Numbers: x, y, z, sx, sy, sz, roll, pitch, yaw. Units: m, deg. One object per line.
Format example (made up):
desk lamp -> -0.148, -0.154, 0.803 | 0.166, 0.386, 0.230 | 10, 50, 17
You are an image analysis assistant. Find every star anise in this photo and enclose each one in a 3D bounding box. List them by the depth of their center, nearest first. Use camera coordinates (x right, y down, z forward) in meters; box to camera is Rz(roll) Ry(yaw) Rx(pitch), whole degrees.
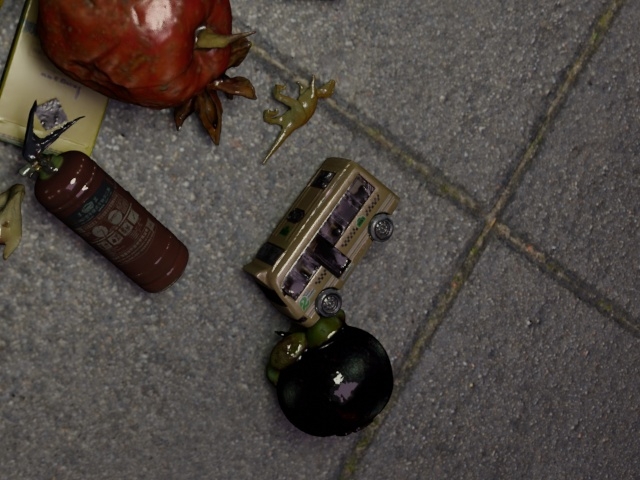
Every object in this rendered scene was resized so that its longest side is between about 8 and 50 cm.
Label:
star anise -> -0.192, -0.269, 1.234 | 0.196, 0.111, 0.212 | 14, 128, -12

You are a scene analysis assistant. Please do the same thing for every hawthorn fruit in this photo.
hawthorn fruit -> -0.251, -0.303, 1.066 | 0.258, 0.258, 0.262 | -31, 80, -18

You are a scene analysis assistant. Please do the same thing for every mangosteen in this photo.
mangosteen -> 0.015, 0.244, 1.437 | 0.242, 0.243, 0.243 | -8, 107, -26

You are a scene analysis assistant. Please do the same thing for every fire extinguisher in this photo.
fire extinguisher -> -0.331, -0.066, 1.189 | 0.138, 0.102, 0.344 | -44, 128, -4

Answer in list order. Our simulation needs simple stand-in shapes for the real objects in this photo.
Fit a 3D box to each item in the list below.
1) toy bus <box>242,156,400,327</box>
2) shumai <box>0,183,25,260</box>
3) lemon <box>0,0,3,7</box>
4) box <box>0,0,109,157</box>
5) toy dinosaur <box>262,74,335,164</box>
toy bus -> 0.000, 0.000, 1.395 | 0.157, 0.139, 0.290 | 39, 82, -27
shumai -> -0.549, -0.064, 1.078 | 0.313, 0.262, 0.267 | 4, 72, 10
lemon -> -0.532, -0.325, 0.966 | 0.263, 0.236, 0.236 | -31, 117, 1
box -> -0.382, -0.265, 1.170 | 0.153, 0.041, 0.279 | 16, 96, -32
toy dinosaur -> -0.038, -0.211, 1.374 | 0.126, 0.039, 0.162 | 0, 105, -30
